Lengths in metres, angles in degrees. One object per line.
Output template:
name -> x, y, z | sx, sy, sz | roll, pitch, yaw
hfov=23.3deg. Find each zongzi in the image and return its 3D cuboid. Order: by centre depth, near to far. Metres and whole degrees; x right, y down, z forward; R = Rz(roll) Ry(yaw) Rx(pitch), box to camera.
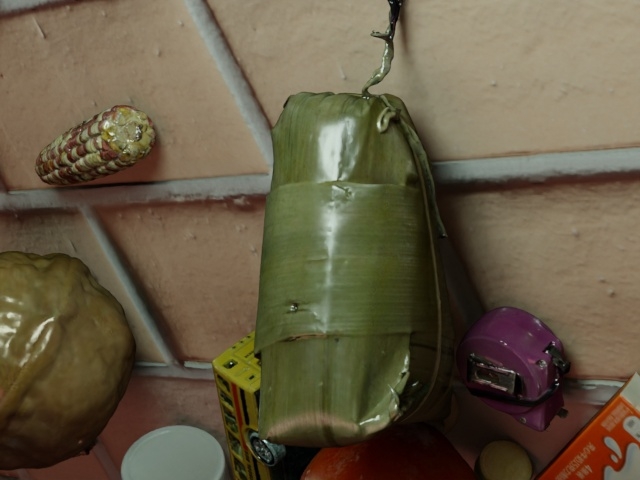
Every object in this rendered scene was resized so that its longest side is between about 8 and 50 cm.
zongzi -> 0.064, -0.011, 1.622 | 0.181, 0.418, 0.447 | 1, 85, 23

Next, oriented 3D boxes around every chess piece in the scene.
chess piece -> 0.203, 0.290, 1.827 | 0.066, 0.066, 0.122 | 36, 147, 13
chess piece -> 0.124, 0.195, 1.832 | 0.083, 0.038, 0.084 | 25, 136, 26

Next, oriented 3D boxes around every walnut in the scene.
walnut -> -0.405, 0.159, 2.114 | 0.306, 0.306, 0.344 | 48, 147, -3

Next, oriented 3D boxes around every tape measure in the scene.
tape measure -> 0.208, 0.134, 1.660 | 0.125, 0.074, 0.118 | 20, 136, 28

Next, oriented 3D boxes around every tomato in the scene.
tomato -> 0.082, 0.266, 1.757 | 0.228, 0.199, 0.112 | 21, 111, 34

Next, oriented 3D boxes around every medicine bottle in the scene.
medicine bottle -> -0.194, 0.412, 2.243 | 0.165, 0.165, 0.273 | 21, 136, 29

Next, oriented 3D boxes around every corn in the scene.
corn -> -0.285, -0.112, 1.915 | 0.237, 0.079, 0.079 | -12, 116, 54

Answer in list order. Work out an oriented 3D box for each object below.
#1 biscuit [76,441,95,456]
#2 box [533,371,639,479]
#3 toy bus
biscuit -> -0.429, 0.256, 2.434 | 0.064, 0.034, 0.199 | -22, 107, 51
box -> 0.375, 0.300, 1.676 | 0.265, 0.048, 0.273 | 39, 142, 9
toy bus -> -0.052, 0.270, 2.009 | 0.123, 0.121, 0.336 | 29, 141, 35
